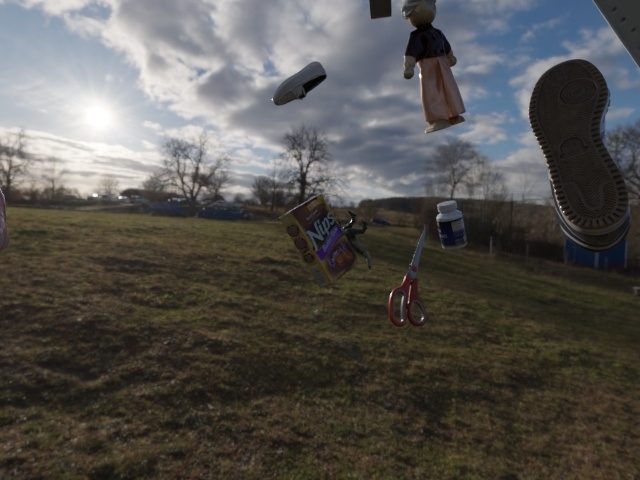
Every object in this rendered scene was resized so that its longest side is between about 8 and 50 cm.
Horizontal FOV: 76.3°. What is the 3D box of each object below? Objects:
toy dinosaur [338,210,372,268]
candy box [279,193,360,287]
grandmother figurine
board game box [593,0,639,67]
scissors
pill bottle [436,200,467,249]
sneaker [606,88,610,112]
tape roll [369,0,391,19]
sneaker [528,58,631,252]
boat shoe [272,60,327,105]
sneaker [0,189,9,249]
[{"bbox_3d":[0.096,-0.026,1.331,0.268,0.118,0.064,36,8,32],"label":"toy dinosaur"},{"bbox_3d":[0.000,0.000,0.933,0.109,0.187,0.053,-35,6,-39],"label":"candy box"},{"bbox_3d":[0.281,-0.455,1.021,0.103,0.343,0.207,-6,17,43],"label":"grandmother figurine"},{"bbox_3d":[0.804,-0.656,0.887,0.389,0.050,0.390,32,-55,-24],"label":"board game box"},{"bbox_3d":[0.236,0.088,1.083,0.108,0.298,0.021,14,-26,-13],"label":"scissors"},{"bbox_3d":[0.486,-0.058,1.522,0.094,0.170,0.094,-14,12,3],"label":"pill bottle"},{"bbox_3d":[0.637,-0.304,0.982,0.071,0.170,0.068,-5,39,3],"label":"sneaker"},{"bbox_3d":[0.192,-0.846,1.326,0.072,0.220,0.219,-3,3,10],"label":"tape roll"},{"bbox_3d":[0.385,-0.118,0.606,0.099,0.283,0.153,-13,-29,34],"label":"sneaker"},{"bbox_3d":[-0.061,-0.464,1.242,0.184,0.063,0.066,-33,-20,4],"label":"boat shoe"},{"bbox_3d":[-0.539,-0.042,0.652,0.050,0.135,0.070,-11,17,-22],"label":"sneaker"}]
